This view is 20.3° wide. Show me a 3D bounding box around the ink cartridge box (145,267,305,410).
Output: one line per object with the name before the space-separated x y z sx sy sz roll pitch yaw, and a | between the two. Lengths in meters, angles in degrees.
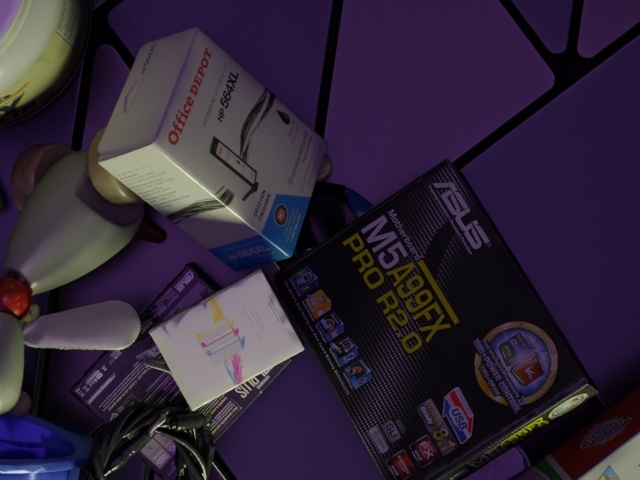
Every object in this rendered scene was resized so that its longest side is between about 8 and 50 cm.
ink cartridge box | -0.098 0.099 1.743 0.143 0.092 0.090 -29 91 0

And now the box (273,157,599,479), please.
box | 0.108 0.090 1.737 0.216 0.060 0.270 -33 68 10

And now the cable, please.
cable | -0.172 0.248 1.731 0.047 0.150 0.184 28 108 42

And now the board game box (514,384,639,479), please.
board game box | 0.300 0.299 1.752 0.316 0.064 0.242 -34 112 -16

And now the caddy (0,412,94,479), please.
caddy | -0.387 0.224 1.747 0.341 0.241 0.179 6 93 -1

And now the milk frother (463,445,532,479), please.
milk frother | 0.191 0.256 1.799 0.143 0.135 0.129 8 90 0

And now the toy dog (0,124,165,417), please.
toy dog | -0.250 0.040 1.772 0.161 0.220 0.334 44 76 -35

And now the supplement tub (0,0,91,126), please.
supplement tub | -0.352 -0.233 1.710 0.235 0.325 0.235 0 89 0

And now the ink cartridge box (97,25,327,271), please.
ink cartridge box | -0.103 -0.088 1.754 0.203 0.086 0.148 40 54 -35

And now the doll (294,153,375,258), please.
doll | 0.000 0.000 1.847 0.129 0.046 0.189 -6 90 -1

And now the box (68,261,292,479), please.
box | -0.141 0.135 1.828 0.147 0.077 0.180 43 90 0

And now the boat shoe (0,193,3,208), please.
boat shoe | -0.426 -0.008 1.816 0.223 0.080 0.073 -33 85 -15
